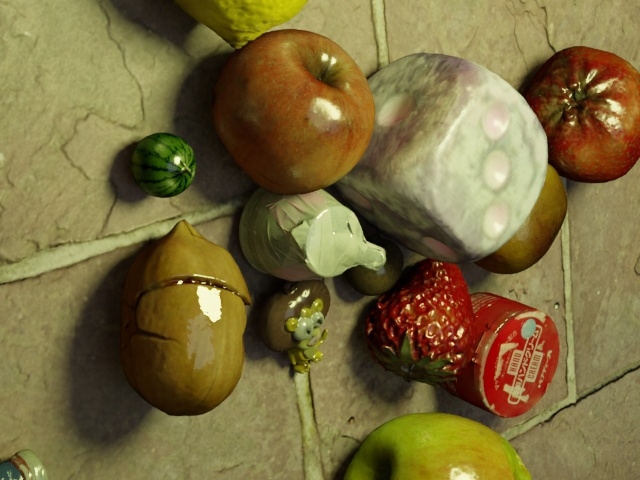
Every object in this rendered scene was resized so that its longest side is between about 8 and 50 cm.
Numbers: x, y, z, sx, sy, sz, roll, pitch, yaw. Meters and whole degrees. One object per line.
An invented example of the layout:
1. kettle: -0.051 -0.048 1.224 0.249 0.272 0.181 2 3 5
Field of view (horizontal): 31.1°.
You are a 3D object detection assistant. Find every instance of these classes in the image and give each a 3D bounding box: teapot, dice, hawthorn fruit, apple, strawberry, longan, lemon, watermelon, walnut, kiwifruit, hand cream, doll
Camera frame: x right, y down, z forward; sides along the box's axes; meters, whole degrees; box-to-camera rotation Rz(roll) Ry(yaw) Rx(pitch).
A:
1. teapot: -0.010 0.009 1.876 0.163 0.178 0.221 -50 127 -18
2. dice: 0.198 -0.137 1.947 0.271 0.270 0.270 43 74 -37
3. hawthorn fruit: 0.520 -0.227 2.233 0.254 0.254 0.300 -64 156 -8
4. apple: -0.047 -0.194 1.772 0.253 0.253 0.253 -10 107 -37
5. strawberry: 0.195 0.134 2.093 0.205 0.205 0.244 46 50 -36
6. longan: 0.094 0.042 2.021 0.113 0.092 0.113 -7 107 -23
7. lemon: -0.108 -0.436 1.638 0.268 0.268 0.321 -14 105 -36
8. apple: 0.206 0.468 2.062 0.340 0.339 0.339 -10 107 -37
9. watermelon: -0.230 -0.111 1.718 0.109 0.109 0.109 -10 107 -37
10. walnut: -0.211 0.116 1.735 0.203 0.203 0.297 -1 85 -39
11. kiwifruit: 0.360 -0.053 2.154 0.234 0.196 0.196 -51 126 -18
12. hand cream: 0.337 0.218 2.225 0.230 0.149 0.230 -13 110 -38
13. doll: -0.029 0.139 1.951 0.145 0.096 0.188 -52 137 -8

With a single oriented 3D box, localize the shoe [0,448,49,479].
1. shoe: -0.467 0.414 1.651 0.125 0.099 0.227 8 90 -48
